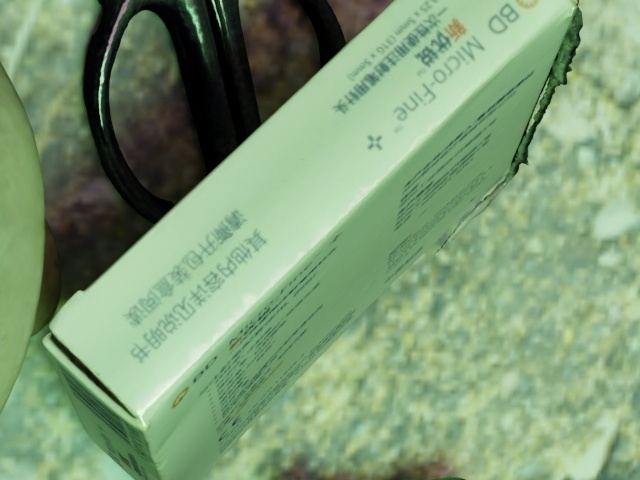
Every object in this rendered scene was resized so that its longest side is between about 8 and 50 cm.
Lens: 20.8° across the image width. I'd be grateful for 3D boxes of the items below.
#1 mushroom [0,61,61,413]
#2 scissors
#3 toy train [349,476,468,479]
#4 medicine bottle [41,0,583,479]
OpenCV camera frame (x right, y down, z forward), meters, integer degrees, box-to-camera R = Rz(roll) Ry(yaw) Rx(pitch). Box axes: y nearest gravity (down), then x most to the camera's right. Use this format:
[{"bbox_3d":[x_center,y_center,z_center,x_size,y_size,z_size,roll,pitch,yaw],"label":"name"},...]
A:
[{"bbox_3d":[-0.163,0.003,0.530,0.215,0.207,0.207,5,98,-63],"label":"mushroom"},{"bbox_3d":[-0.059,-0.150,0.629,0.109,0.022,0.300,-21,107,-26],"label":"scissors"},{"bbox_3d":[0.032,0.213,0.709,0.119,0.085,0.251,-10,106,-31],"label":"toy train"},{"bbox_3d":[0.000,0.000,0.607,0.052,0.171,0.201,43,77,11],"label":"medicine bottle"}]
